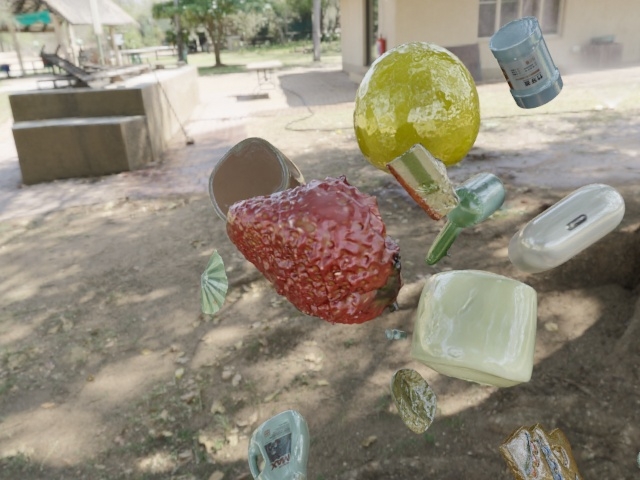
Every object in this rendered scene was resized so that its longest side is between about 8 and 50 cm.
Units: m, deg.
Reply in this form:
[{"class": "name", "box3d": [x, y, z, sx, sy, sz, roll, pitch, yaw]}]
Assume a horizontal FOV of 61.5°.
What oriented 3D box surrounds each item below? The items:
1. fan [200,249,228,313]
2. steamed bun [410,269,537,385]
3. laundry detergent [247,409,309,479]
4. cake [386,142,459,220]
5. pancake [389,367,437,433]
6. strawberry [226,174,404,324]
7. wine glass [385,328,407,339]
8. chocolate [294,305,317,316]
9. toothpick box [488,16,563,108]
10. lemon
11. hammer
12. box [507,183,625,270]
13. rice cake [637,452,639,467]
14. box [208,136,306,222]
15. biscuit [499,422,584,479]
[{"class": "fan", "box3d": [-0.350, 0.145, 1.754, 0.131, 0.240, 0.009, 29, 25, 30]}, {"class": "steamed bun", "box3d": [0.481, 0.274, 1.787, 0.290, 0.371, 0.456, 17, -15, -24]}, {"class": "laundry detergent", "box3d": [-0.150, 0.853, 2.020, 0.264, 0.125, 0.398, -29, 30, 6]}, {"class": "cake", "box3d": [0.213, -0.148, 1.144, 0.086, 0.220, 0.117, -34, 41, 20]}, {"class": "pancake", "box3d": [0.331, 0.580, 1.942, 0.050, 0.242, 0.242, -34, -3, 39]}, {"class": "strawberry", "box3d": [-0.002, 0.022, 0.885, 0.257, 0.261, 0.261, -20, 23, -10]}, {"class": "wine glass", "box3d": [0.263, 0.327, 1.852, 0.083, 0.039, 0.042, 18, -1, -39]}, {"class": "chocolate", "box3d": [0.006, 0.115, 1.264, 0.176, 0.177, 0.177, -2, 20, 1]}, {"class": "toothpick box", "box3d": [0.417, -0.357, 1.091, 0.101, 0.153, 0.101, -28, 35, 22]}, {"class": "lemon", "box3d": [0.242, -0.325, 1.374, 0.348, 0.348, 0.348, -2, 20, 1]}, {"class": "hammer", "box3d": [0.392, -0.037, 1.550, 0.119, 0.335, 0.206, 43, 44, 20]}, {"class": "box", "box3d": [0.662, -0.024, 1.479, 0.288, 0.141, 0.349, -37, -12, 6]}, {"class": "rice cake", "box3d": [0.780, 0.480, 1.129, 0.207, 0.033, 0.033, 5, 58, 13]}, {"class": "box", "box3d": [-0.191, -0.172, 1.793, 0.301, 0.301, 0.216, 8, -4, 27]}, {"class": "biscuit", "box3d": [0.530, 0.542, 1.253, 0.301, 0.043, 0.278, 31, 41, -24]}]
